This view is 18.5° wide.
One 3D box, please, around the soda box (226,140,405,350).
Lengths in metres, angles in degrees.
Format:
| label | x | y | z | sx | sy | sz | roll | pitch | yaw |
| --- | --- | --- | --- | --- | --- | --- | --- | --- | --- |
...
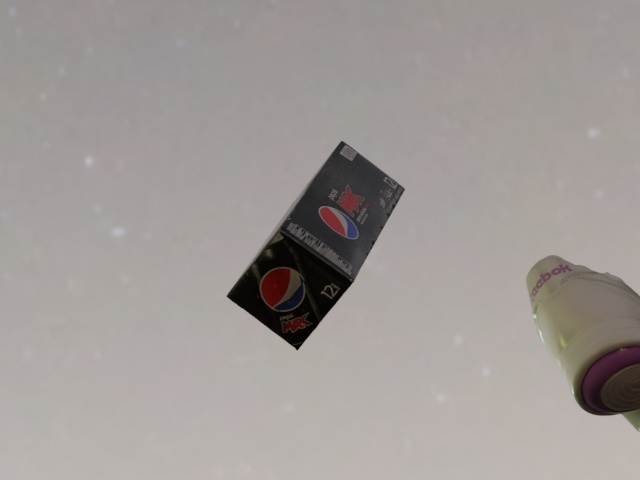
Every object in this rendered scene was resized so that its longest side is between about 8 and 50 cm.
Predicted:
| label | x | y | z | sx | sy | sz | roll | pitch | yaw |
| --- | --- | --- | --- | --- | --- | --- | --- | --- | --- |
| soda box | 0.000 | 0.000 | 1.178 | 0.053 | 0.169 | 0.060 | 38 | -66 | -2 |

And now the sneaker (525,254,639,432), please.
| label | x | y | z | sx | sy | sz | roll | pitch | yaw |
| --- | --- | --- | --- | --- | --- | --- | --- | --- | --- |
| sneaker | 0.276 | 0.090 | 1.701 | 0.114 | 0.152 | 0.305 | -41 | -33 | 12 |
